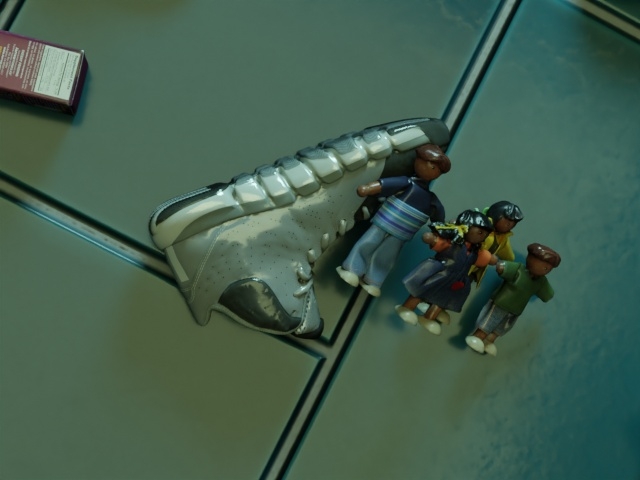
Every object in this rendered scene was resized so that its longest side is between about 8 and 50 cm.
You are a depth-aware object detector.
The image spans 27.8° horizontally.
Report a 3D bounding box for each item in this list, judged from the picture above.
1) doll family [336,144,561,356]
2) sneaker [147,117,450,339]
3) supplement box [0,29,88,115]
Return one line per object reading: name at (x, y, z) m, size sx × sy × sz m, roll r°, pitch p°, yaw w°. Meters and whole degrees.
doll family at (0.097, 0.006, 0.929) m, size 0.111 × 0.193 × 0.076 m, roll -55°, pitch 50°, yaw 12°
sneaker at (0.000, 0.000, 0.945) m, size 0.228 × 0.086 × 0.132 m, roll -20°, pitch 98°, yaw -1°
supplement box at (-0.214, -0.123, 0.930) m, size 0.083 × 0.055 × 0.043 m, roll 14°, pitch 85°, yaw -7°
